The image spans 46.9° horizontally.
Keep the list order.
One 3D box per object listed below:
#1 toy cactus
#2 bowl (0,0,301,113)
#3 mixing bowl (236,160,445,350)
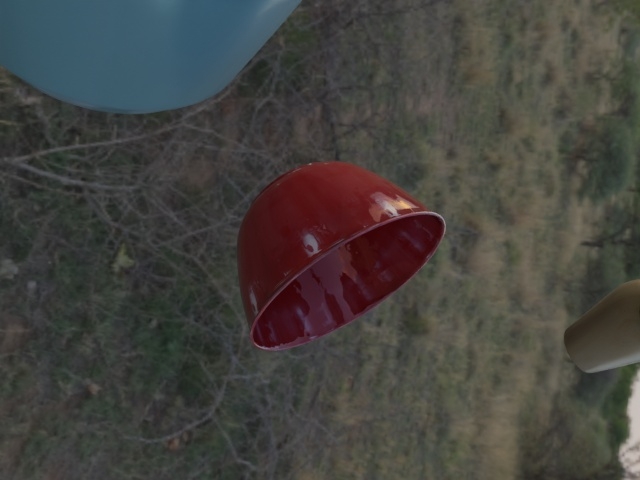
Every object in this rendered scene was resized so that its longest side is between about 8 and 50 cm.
[{"bbox_3d":[0.233,0.036,0.438,0.112,0.180,0.219,53,42,4],"label":"toy cactus"},{"bbox_3d":[-0.157,-0.216,0.577,0.311,0.312,0.163,-55,173,-49],"label":"bowl"},{"bbox_3d":[0.000,0.000,0.607,0.181,0.098,0.181,-28,158,-13],"label":"mixing bowl"}]
